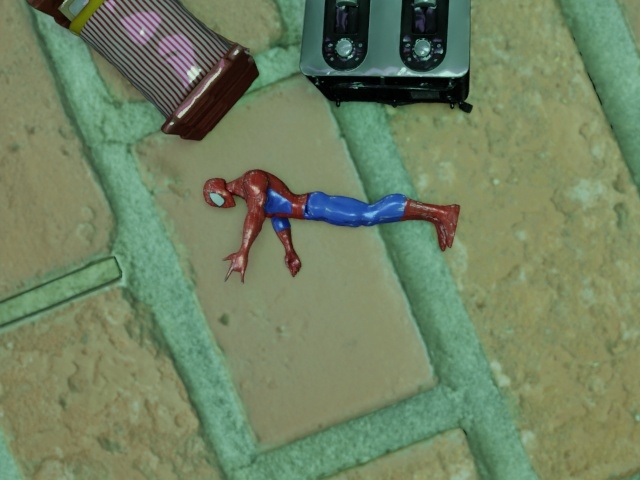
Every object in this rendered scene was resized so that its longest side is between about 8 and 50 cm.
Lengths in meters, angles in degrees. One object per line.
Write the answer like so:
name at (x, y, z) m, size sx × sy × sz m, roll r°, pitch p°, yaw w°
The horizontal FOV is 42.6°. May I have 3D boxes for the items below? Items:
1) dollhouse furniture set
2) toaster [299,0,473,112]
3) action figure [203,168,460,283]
dollhouse furniture set at (-0.098, -0.310, 0.869) m, size 0.201 × 0.152 × 0.374 m, roll 41°, pitch 94°, yaw 1°
toaster at (0.078, -0.202, 0.862) m, size 0.167 × 0.185 × 0.110 m, roll 3°, pitch 90°, yaw 11°
action figure at (0.000, 0.000, 0.906) m, size 0.280 × 0.091 × 0.139 m, roll 12°, pitch 84°, yaw 2°
